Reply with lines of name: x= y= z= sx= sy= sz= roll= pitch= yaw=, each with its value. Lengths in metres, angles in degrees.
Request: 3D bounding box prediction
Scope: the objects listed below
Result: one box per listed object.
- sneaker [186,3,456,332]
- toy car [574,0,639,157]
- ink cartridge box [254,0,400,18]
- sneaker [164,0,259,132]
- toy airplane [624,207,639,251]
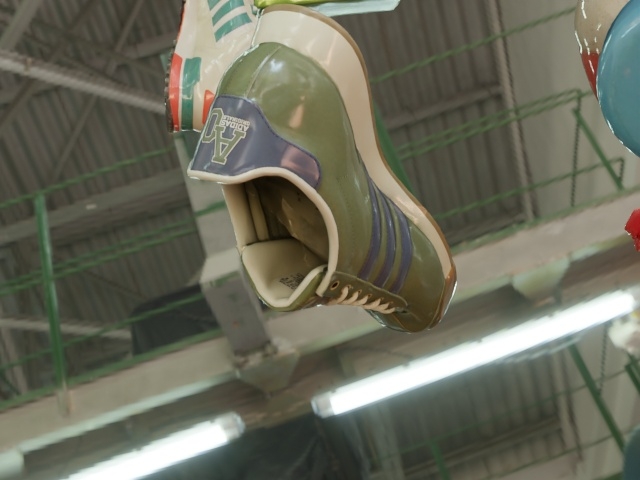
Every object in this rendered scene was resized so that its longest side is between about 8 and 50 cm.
sneaker: x=0.000 y=0.000 z=0.427 sx=0.064 sy=0.086 sz=0.192 roll=10 pitch=-34 yaw=32
toy car: x=0.244 y=-0.040 z=0.461 sx=0.210 sy=0.219 sz=0.238 roll=-11 pitch=-67 yaw=23
ink cartridge box: x=-0.006 y=-0.409 z=1.216 sx=0.188 sy=0.255 sz=0.097 roll=-7 pitch=1 yaw=-6
sneaker: x=-0.059 y=-0.142 z=0.677 sx=0.075 sy=0.161 sz=0.057 roll=8 pitch=-22 yaw=-3
toy airplane: x=0.257 y=-0.047 z=0.702 sx=0.151 sy=0.028 sz=0.151 roll=-36 pitch=-39 yaw=-37
